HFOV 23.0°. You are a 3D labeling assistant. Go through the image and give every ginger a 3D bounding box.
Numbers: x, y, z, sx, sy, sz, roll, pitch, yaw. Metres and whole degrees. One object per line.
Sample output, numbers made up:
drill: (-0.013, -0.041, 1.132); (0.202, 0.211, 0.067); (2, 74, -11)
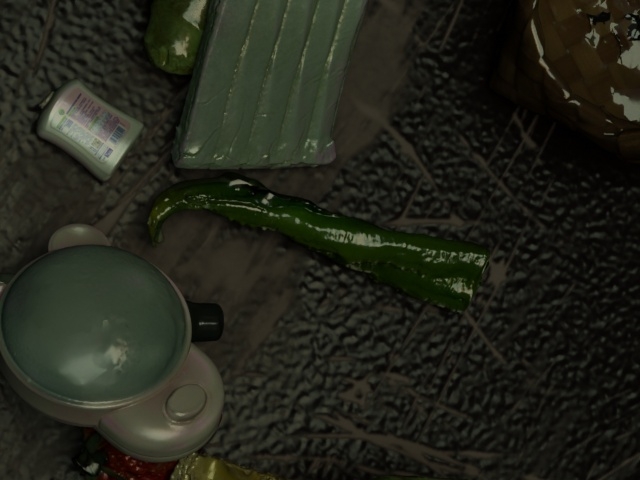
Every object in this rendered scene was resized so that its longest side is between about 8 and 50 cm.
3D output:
ginger: (-0.056, -0.268, 1.610); (0.290, 0.089, 0.137); (-27, 122, -23)

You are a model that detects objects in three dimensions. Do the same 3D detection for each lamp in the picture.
lamp: (-0.190, 0.095, 1.432); (0.246, 0.108, 0.179); (43, 59, 10)

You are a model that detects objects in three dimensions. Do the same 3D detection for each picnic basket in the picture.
picnic basket: (0.373, -0.224, 1.615); (0.337, 0.337, 0.293); (20, 80, -15)

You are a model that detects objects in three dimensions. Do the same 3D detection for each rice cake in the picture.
rice cake: (-0.048, -0.167, 1.583); (0.189, 0.037, 0.198); (0, 110, -27)

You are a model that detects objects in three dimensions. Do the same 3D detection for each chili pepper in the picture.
chili pepper: (0.000, 0.000, 1.613); (0.359, 0.076, 0.085); (14, 117, -13)

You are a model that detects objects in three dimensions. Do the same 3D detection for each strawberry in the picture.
strawberry: (-0.166, 0.190, 1.523); (0.148, 0.131, 0.131); (5, 85, -17)

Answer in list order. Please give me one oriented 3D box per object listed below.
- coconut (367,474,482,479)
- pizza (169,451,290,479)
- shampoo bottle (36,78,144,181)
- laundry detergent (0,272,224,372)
coconut: (0.080, 0.361, 1.475); (0.328, 0.328, 0.281); (-24, 94, -17)
pizza: (-0.092, 0.309, 1.523); (0.188, 0.081, 0.204); (36, 82, -48)
shampoo bottle: (-0.235, -0.113, 1.564); (0.099, 0.043, 0.072); (35, 77, -11)
laundry detergent: (-0.207, 0.081, 1.544); (0.226, 0.070, 0.099); (2, 63, -18)
